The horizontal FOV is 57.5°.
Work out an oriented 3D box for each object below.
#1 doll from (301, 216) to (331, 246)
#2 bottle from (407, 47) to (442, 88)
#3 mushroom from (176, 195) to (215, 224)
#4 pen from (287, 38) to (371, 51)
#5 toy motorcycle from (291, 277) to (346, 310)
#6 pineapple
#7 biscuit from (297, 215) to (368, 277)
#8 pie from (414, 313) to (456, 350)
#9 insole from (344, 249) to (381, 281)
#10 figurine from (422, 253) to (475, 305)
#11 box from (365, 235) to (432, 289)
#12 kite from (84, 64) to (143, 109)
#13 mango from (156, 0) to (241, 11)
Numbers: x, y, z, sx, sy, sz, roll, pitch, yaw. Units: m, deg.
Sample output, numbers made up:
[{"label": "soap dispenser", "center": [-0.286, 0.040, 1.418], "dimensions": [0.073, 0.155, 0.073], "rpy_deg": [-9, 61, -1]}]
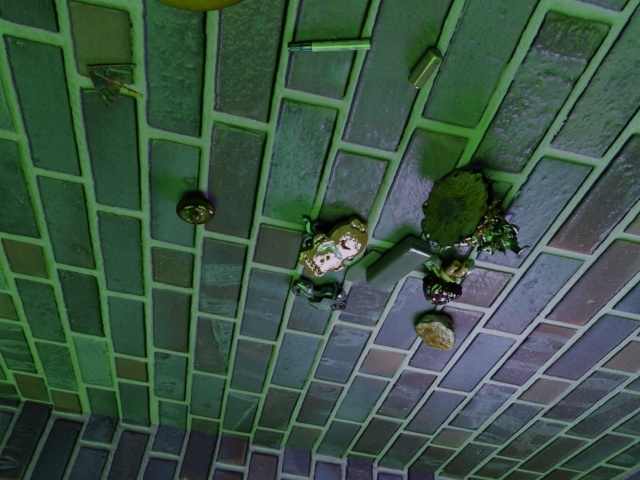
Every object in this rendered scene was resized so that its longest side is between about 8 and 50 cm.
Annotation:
[{"label": "doll", "center": [0.000, 0.000, 1.900], "dimensions": [0.109, 0.067, 0.206], "rpy_deg": [-22, 119, 16]}, {"label": "bottle", "center": [0.252, -0.415, 1.405], "dimensions": [0.045, 0.045, 0.096], "rpy_deg": [21, 135, -15]}, {"label": "mushroom", "center": [-0.392, -0.096, 1.836], "dimensions": [0.126, 0.085, 0.109], "rpy_deg": [4, 174, 0]}, {"label": "pen", "center": [0.021, -0.466, 1.398], "dimensions": [0.204, 0.025, 0.025], "rpy_deg": [1, 139, 9]}, {"label": "toy motorcycle", "center": [0.003, 0.194, 2.110], "dimensions": [0.215, 0.080, 0.122], "rpy_deg": [22, 137, -9]}, {"label": "pineapple", "center": [0.471, -0.051, 1.679], "dimensions": [0.271, 0.263, 0.262], "rpy_deg": [23, 138, -34]}, {"label": "biscuit", "center": [0.050, 0.024, 1.865], "dimensions": [0.248, 0.035, 0.184], "rpy_deg": [-31, 130, 2]}, {"label": "pie", "center": [0.438, 0.347, 2.222], "dimensions": [0.163, 0.079, 0.194], "rpy_deg": [9, 141, 13]}, {"label": "insole", "center": [0.143, 0.089, 2.020], "dimensions": [0.063, 0.010, 0.192], "rpy_deg": [25, 135, -20]}, {"label": "figurine", "center": [0.421, 0.128, 1.944], "dimensions": [0.174, 0.116, 0.240], "rpy_deg": [13, 138, -7]}, {"label": "box", "center": [0.258, 0.078, 1.950], "dimensions": [0.103, 0.055, 0.243], "rpy_deg": [20, 138, -27]}, {"label": "kite", "center": [-0.546, -0.417, 1.547], "dimensions": [0.159, 0.010, 0.190], "rpy_deg": [30, 136, -26]}, {"label": "mango", "center": [-0.185, -0.606, 1.125], "dimensions": [0.444, 0.221, 0.301], "rpy_deg": [-5, 135, 9]}]
